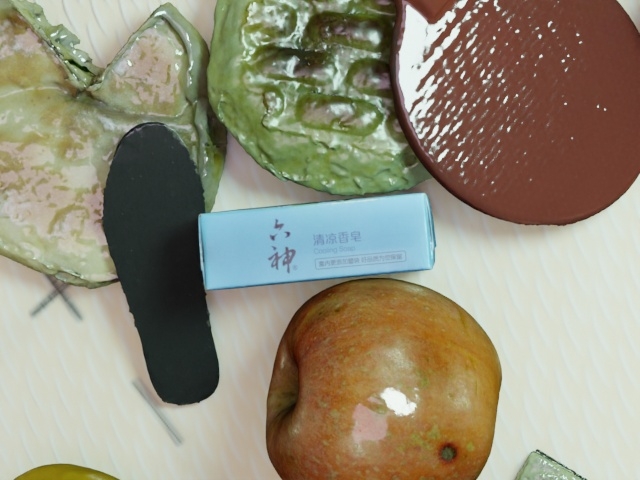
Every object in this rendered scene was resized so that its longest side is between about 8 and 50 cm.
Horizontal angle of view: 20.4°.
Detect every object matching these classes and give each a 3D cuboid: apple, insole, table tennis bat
[{"bbox_3d":[0.068,0.162,1.762,0.253,0.253,0.254,0,91,4],"label":"apple"},{"bbox_3d":[-0.159,0.028,1.847,0.110,0.012,0.310,-12,107,-2],"label":"insole"},{"bbox_3d":[0.168,-0.191,1.792,0.414,0.051,0.268,41,80,-11],"label":"table tennis bat"}]

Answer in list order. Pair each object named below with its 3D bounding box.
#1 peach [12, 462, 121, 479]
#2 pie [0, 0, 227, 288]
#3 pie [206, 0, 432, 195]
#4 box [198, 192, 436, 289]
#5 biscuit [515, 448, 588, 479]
[{"bbox_3d":[-0.265,0.357,1.841,0.251,0.153,0.251,0,90,11],"label":"peach"},{"bbox_3d":[-0.259,-0.109,1.866,0.337,0.075,0.338,0,97,3],"label":"pie"},{"bbox_3d":[0.021,-0.189,1.829,0.306,0.071,0.306,0,83,-3],"label":"pie"},{"bbox_3d":[0.000,0.000,1.813,0.232,0.142,0.083,-7,90,5],"label":"box"},{"bbox_3d":[0.278,0.319,1.853,0.199,0.040,0.121,30,95,2],"label":"biscuit"}]
